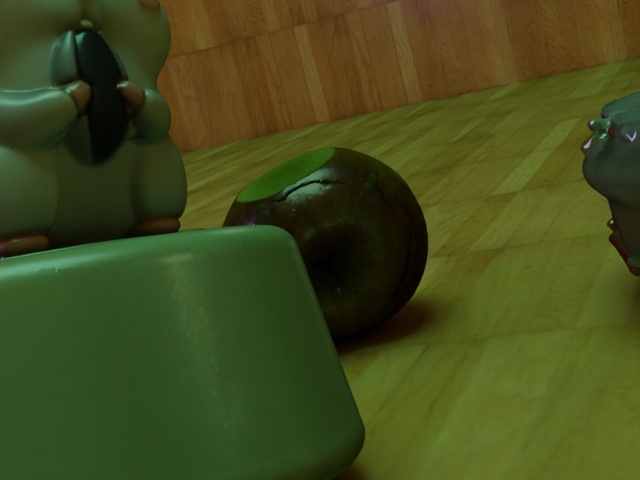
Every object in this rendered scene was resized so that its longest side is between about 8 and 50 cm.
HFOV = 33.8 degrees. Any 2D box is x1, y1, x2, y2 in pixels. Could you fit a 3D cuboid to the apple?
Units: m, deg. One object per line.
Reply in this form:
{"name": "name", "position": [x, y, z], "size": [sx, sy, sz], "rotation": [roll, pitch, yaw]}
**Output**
{"name": "apple", "position": [0.004, 0.005, 0.842], "size": [0.163, 0.146, 0.147], "rotation": [-30, 20, -1]}

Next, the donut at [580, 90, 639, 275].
{"name": "donut", "position": [0.362, -0.053, 0.689], "size": [0.382, 0.142, 0.382], "rotation": [-14, 10, 3]}

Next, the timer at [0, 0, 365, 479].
{"name": "timer", "position": [-0.143, -0.013, 0.552], "size": [0.291, 0.315, 0.291], "rotation": [-10, -1, 0]}

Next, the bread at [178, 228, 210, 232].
{"name": "bread", "position": [-0.156, 0.031, 1.126], "size": [0.139, 0.060, 0.178], "rotation": [-16, 11, -12]}
